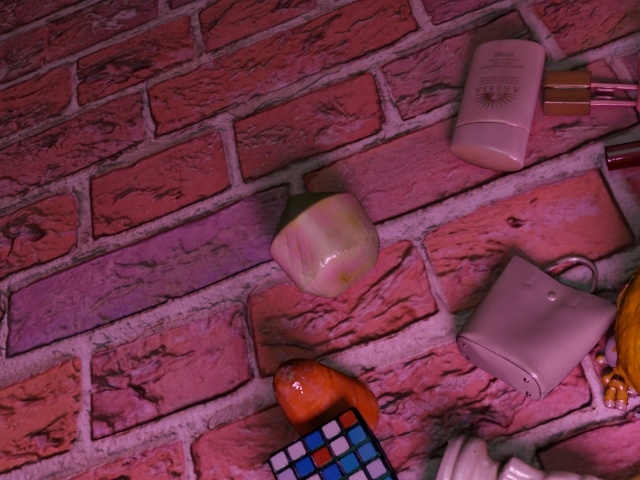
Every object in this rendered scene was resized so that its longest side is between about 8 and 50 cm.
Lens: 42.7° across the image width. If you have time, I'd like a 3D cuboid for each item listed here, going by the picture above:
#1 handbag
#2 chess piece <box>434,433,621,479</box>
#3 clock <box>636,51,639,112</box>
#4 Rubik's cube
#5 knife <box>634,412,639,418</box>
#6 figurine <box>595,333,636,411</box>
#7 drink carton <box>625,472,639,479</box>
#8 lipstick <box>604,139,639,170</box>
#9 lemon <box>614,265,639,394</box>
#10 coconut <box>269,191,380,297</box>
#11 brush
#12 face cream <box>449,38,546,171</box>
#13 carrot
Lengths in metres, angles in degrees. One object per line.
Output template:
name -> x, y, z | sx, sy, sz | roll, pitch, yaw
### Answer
handbag -> 0.418, 0.130, 1.539 | 0.241, 0.109, 0.315 | 30, 68, 34
chess piece -> 0.338, 0.430, 1.321 | 0.298, 0.176, 0.175 | 11, 62, 26
clock -> 0.757, -0.351, 1.643 | 0.227, 0.241, 0.142 | 7, 62, 19
Rubik's cube -> 0.043, 0.434, 1.421 | 0.184, 0.187, 0.182 | -29, 51, -3
knife -> 0.672, 0.333, 1.346 | 0.297, 0.026, 0.044 | 21, 70, 29
figurine -> 0.532, 0.227, 1.453 | 0.101, 0.068, 0.143 | 37, 92, 43
drink carton -> 0.557, 0.400, 1.314 | 0.200, 0.074, 0.084 | -28, 52, 3
lipstick -> 0.764, -0.198, 1.657 | 0.357, 0.057, 0.057 | -10, 54, 15
lemon -> 0.655, 0.156, 1.282 | 0.350, 0.387, 0.349 | -48, 30, 40
coconut -> 0.000, 0.000, 1.731 | 0.236, 0.236, 0.205 | 22, 26, 32
brush -> 0.615, -0.327, 1.814 | 0.233, 0.047, 0.103 | 4, 59, 17
face cream -> 0.401, -0.308, 1.859 | 0.174, 0.081, 0.348 | 5, 59, 24
carrot -> -0.008, 0.285, 1.520 | 0.159, 0.225, 0.159 | -18, 47, 20
